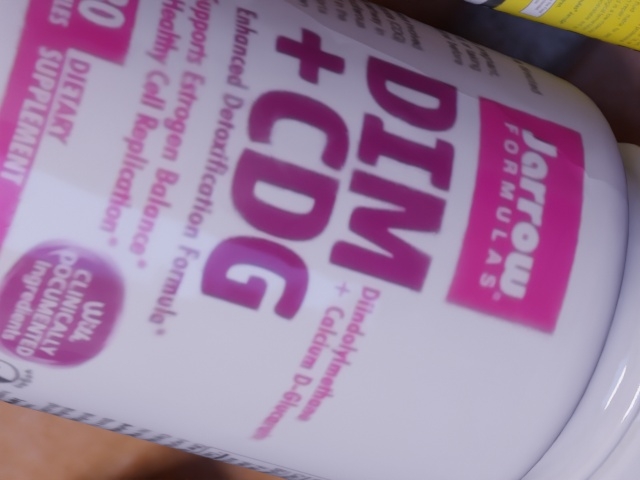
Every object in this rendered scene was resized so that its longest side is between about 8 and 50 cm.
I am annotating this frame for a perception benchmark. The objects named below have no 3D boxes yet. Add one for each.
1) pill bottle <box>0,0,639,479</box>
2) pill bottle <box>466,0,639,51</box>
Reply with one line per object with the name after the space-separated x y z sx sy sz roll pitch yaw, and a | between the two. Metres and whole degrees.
0.000 0.000 0.554 0.283 0.160 0.160 18 114 -18 | pill bottle
0.107 -0.100 0.570 0.116 0.065 0.065 13 115 -15 | pill bottle
